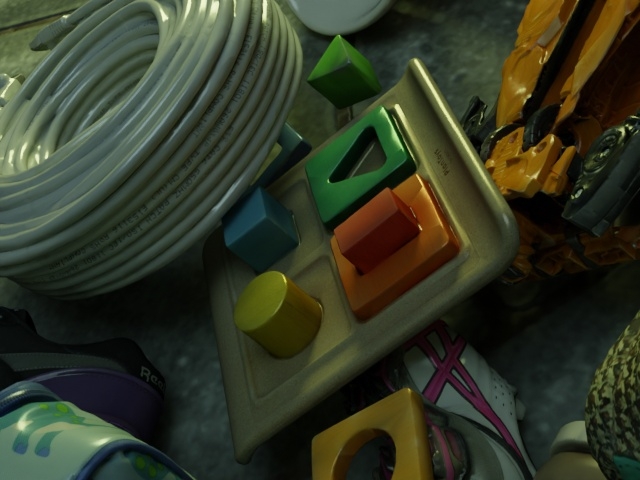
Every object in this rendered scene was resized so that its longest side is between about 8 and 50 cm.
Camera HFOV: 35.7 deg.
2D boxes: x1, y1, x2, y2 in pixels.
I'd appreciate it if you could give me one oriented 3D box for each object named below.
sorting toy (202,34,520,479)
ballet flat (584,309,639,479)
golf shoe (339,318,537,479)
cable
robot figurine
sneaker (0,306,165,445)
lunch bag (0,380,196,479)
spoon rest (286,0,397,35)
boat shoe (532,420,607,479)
[{"bbox_3d":[0.000,0.000,0.543,0.196,0.047,0.347,-41,36,18],"label":"sorting toy"},{"bbox_3d":[0.267,-0.042,0.432,0.483,0.164,0.182,-34,10,-34],"label":"ballet flat"},{"bbox_3d":[0.061,0.083,0.526,0.086,0.067,0.186,7,35,-21],"label":"golf shoe"},{"bbox_3d":[-0.129,-0.074,0.648,0.257,0.089,0.257,-21,41,31],"label":"cable"},{"bbox_3d":[0.164,-0.095,0.553,0.291,0.085,0.211,-62,15,-18],"label":"robot figurine"},{"bbox_3d":[-0.230,0.098,0.606,0.283,0.107,0.124,9,48,14],"label":"sneaker"},{"bbox_3d":[-0.105,0.177,0.412,0.090,0.219,0.176,15,63,31],"label":"lunch bag"},{"bbox_3d":[0.064,-0.247,0.687,0.276,0.084,0.137,-28,77,37],"label":"spoon rest"},{"bbox_3d":[0.191,0.192,0.352,0.097,0.116,0.324,-42,57,-15],"label":"boat shoe"}]
